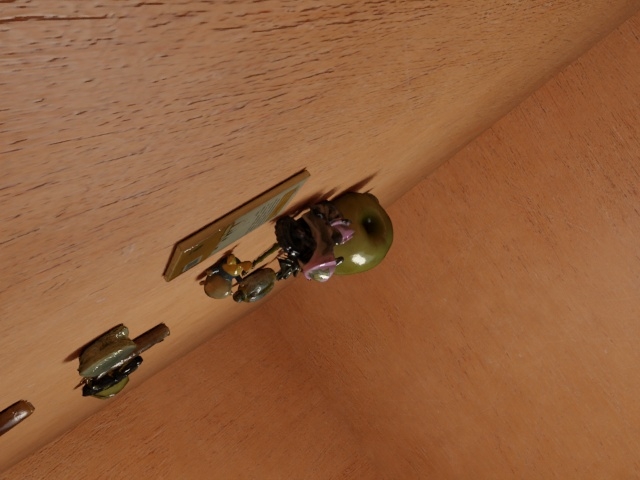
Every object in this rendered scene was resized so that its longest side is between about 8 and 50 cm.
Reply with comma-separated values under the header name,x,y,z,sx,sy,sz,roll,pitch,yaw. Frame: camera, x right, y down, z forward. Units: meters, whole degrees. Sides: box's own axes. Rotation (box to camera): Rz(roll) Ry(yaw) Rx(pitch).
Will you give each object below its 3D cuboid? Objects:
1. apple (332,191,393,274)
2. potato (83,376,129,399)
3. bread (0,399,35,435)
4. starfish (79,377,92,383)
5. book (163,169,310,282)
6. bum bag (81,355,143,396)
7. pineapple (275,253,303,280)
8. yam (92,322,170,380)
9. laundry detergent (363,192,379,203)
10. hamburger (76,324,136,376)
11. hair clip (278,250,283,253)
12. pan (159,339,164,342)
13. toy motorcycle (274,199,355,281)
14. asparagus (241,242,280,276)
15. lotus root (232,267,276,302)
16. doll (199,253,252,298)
name,x,y,z,sx,sy,sz,roll,pitch,yaw
apple,0.090,-0.015,1.932,0.279,0.279,0.279,-35,176,-3
potato,-0.726,0.501,2.072,0.120,0.081,0.149,-42,173,38
bread,-0.739,0.428,1.465,0.129,0.044,0.126,-38,178,-14
starfish,-0.649,0.385,1.778,0.091,0.028,0.078,-36,171,37
book,-0.164,-0.025,1.203,0.295,0.020,0.208,-33,175,-28
bum bag,-0.655,0.426,1.960,0.106,0.060,0.232,-28,179,35
pineapple,-0.021,0.057,2.246,0.340,0.169,0.169,-18,178,10
yam,-0.534,0.310,1.750,0.264,0.046,0.046,-32,174,-46
laundry detergent,0.110,-0.086,2.283,0.225,0.070,0.099,-40,171,33
hamburger,-0.489,0.254,1.413,0.140,0.062,0.133,-32,171,-14
hair clip,-0.085,0.010,2.137,0.137,0.022,0.054,-37,172,9
pan,-0.540,0.325,1.983,0.068,0.023,0.115,-38,172,20
toy motorcycle,0.000,0.000,1.606,0.143,0.188,0.327,-34,177,29
asparagus,-0.154,0.037,1.886,0.248,0.024,0.025,-36,169,23
lotus root,-0.235,0.163,2.201,0.192,0.088,0.113,-31,158,-39
doll,-0.236,0.094,1.516,0.179,0.101,0.089,-42,-149,49
